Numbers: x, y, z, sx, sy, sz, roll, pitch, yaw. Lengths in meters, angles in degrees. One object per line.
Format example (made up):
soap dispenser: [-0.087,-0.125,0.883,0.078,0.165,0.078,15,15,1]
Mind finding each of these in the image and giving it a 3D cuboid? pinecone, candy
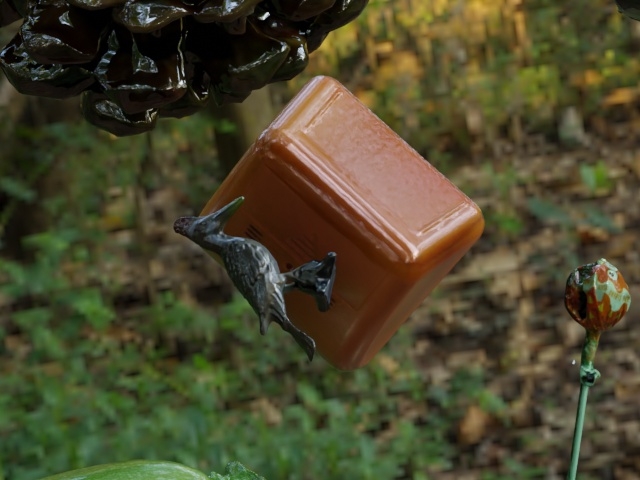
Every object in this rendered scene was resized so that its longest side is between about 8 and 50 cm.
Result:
pinecone: [-0.137,-0.274,1.498,0.398,0.397,0.398,-9,9,1]
candy: [0.204,0.105,1.381,0.049,0.184,0.055,7,9,2]

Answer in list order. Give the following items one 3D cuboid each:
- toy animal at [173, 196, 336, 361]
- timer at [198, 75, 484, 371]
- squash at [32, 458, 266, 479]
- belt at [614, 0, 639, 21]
toy animal: [-0.063,0.031,1.818,0.105,0.202,0.070,-51,-12,-20]
timer: [0.000,0.000,1.992,0.161,0.257,0.250,-43,-7,-49]
squash: [-0.208,0.215,1.162,0.395,0.107,0.107,-16,11,-32]
belt: [0.323,-0.290,1.636,0.078,0.198,0.151,16,19,36]
